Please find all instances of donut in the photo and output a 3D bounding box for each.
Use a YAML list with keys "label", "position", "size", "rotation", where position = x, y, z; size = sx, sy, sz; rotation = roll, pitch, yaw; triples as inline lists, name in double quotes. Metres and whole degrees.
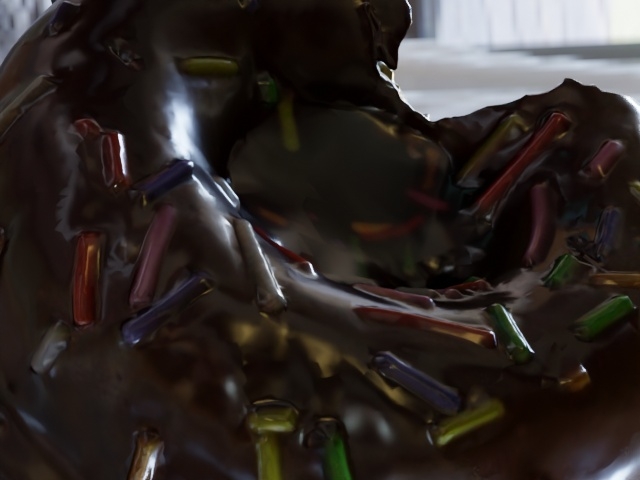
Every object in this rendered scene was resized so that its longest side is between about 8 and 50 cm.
- label: "donut"
  position: [0.001, 0.001, 0.546]
  size: [0.216, 0.230, 0.096]
  rotation: [-28, 155, -39]
